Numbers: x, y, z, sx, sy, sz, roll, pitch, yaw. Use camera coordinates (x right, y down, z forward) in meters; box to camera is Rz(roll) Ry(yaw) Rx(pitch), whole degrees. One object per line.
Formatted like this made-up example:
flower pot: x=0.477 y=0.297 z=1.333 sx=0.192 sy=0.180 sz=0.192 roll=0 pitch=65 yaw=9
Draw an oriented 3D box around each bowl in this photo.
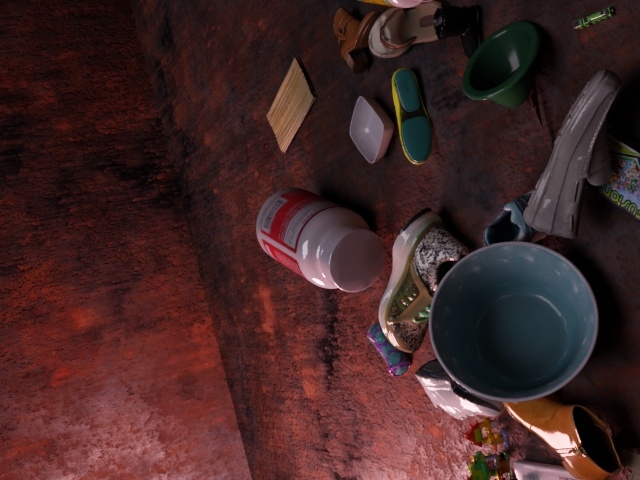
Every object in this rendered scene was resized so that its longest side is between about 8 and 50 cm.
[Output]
bowl: x=0.380 y=0.172 z=1.591 sx=0.311 sy=0.312 sz=0.163 roll=62 pitch=-172 yaw=27
bowl: x=0.136 y=-0.285 z=2.084 sx=0.142 sy=0.053 sz=0.142 roll=57 pitch=147 yaw=34

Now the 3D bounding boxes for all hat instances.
hat: x=0.396 y=-0.290 z=1.598 sx=0.173 sy=0.184 sz=0.208 roll=8 pitch=67 yaw=55

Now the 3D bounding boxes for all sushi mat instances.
sushi mat: x=-0.093 y=-0.412 z=2.517 sx=0.151 sy=0.019 sz=0.316 roll=69 pitch=152 yaw=18

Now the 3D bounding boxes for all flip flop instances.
flip flop: x=0.187 y=-0.479 z=1.857 sx=0.277 sy=0.080 sz=0.112 roll=8 pitch=113 yaw=59

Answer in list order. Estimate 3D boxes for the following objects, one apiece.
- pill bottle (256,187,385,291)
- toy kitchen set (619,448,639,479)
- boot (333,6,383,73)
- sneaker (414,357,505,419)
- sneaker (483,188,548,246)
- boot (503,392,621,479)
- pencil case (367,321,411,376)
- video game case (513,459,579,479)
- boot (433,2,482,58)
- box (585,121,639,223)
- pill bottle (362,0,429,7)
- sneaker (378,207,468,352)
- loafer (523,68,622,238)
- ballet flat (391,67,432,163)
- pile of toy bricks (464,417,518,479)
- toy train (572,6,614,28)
pill bottle: x=0.000 y=0.000 z=2.288 sx=0.408 sy=0.229 sz=0.228 roll=29 pitch=127 yaw=57
toy kitchen set: x=0.601 y=0.426 z=1.516 sx=0.068 sy=0.075 sz=0.083 roll=14 pitch=75 yaw=58
boot: x=0.087 y=-0.536 z=2.048 sx=0.152 sy=0.073 sz=0.197 roll=67 pitch=150 yaw=28
sneaker: x=0.346 y=0.367 z=1.943 sx=0.297 sy=0.111 sz=0.129 roll=12 pitch=128 yaw=66
sneaker: x=0.372 y=0.003 z=1.668 sx=0.110 sy=0.122 sz=0.283 roll=59 pitch=149 yaw=33
boot: x=0.466 y=0.338 z=1.603 sx=0.295 sy=0.104 sz=0.211 roll=53 pitch=167 yaw=20
pencil case: x=0.185 y=0.297 z=2.238 sx=0.151 sy=0.070 sz=0.064 roll=56 pitch=147 yaw=35
video game case: x=0.518 y=0.585 z=1.760 sx=0.227 sy=0.026 sz=0.206 roll=-19 pitch=85 yaw=63
boot: x=0.281 y=-0.425 z=1.675 sx=0.045 sy=0.099 sz=0.121 roll=31 pitch=129 yaw=57
box: x=0.529 y=-0.111 z=1.401 sx=0.207 sy=0.036 sz=0.114 roll=48 pitch=142 yaw=44
pill bottle: x=0.164 y=-0.584 z=1.792 sx=0.246 sy=0.136 sz=0.136 roll=33 pitch=130 yaw=55
sneaker: x=0.257 y=0.133 z=1.953 sx=0.182 sy=0.158 sz=0.410 roll=36 pitch=138 yaw=37
loafer: x=0.451 y=-0.141 z=1.402 sx=0.112 sy=0.112 sz=0.319 roll=25 pitch=132 yaw=14
ballet flat: x=0.213 y=-0.290 z=1.923 sx=0.077 sy=0.077 sz=0.230 roll=146 pitch=113 yaw=-85
pile of toy bricks: x=0.383 y=0.528 z=1.878 sx=0.118 sy=0.105 sz=0.212 roll=-148 pitch=47 yaw=-81
toy train: x=0.469 y=-0.383 z=1.408 sx=0.083 sy=0.024 sz=0.017 roll=-10 pitch=93 yaw=64
